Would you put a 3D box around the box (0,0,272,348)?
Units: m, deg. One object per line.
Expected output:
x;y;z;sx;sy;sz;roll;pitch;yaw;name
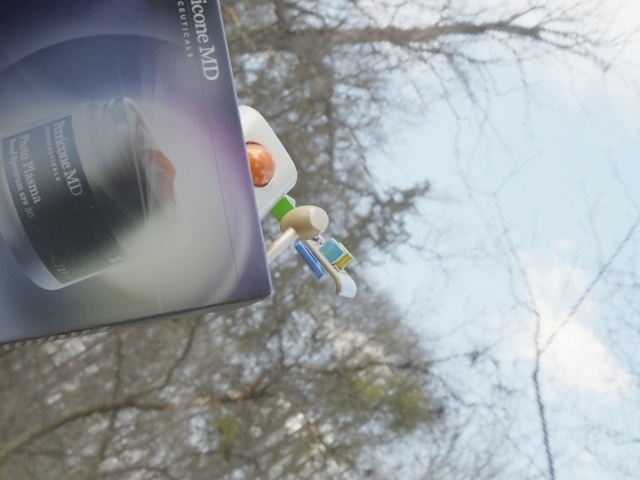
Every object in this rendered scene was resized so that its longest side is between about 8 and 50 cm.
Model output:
-0.218;-0.066;0.934;0.183;0.294;0.296;154;-75;-73;box

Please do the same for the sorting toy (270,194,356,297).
0.000;0.000;1.806;0.196;0.047;0.348;54;4;9;sorting toy

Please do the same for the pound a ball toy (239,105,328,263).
-0.114;-0.021;1.362;0.136;0.319;0.208;-19;-69;44;pound a ball toy
